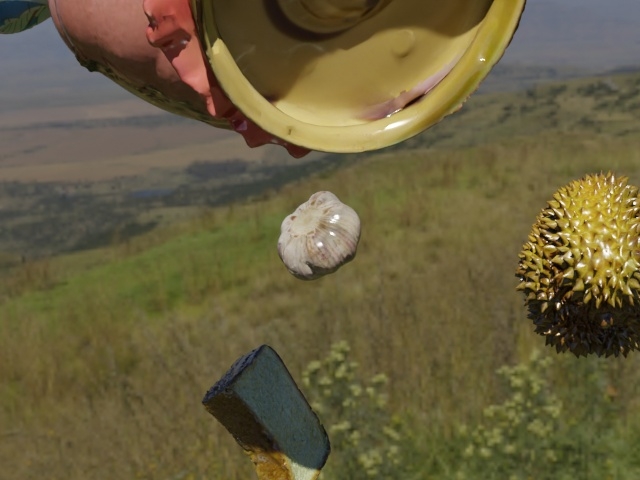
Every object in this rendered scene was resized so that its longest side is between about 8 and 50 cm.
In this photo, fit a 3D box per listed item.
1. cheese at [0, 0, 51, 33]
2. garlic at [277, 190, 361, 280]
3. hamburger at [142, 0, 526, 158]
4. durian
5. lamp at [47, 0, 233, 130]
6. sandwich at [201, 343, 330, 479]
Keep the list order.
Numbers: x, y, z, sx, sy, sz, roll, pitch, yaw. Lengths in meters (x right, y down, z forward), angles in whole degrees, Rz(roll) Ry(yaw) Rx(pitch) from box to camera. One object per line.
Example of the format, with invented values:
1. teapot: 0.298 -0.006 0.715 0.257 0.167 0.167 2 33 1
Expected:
1. cheese: -0.352 -0.367 1.355 0.217 0.129 0.329 -20 9 45
2. garlic: 0.000 0.000 1.692 0.147 0.102 0.159 -23 38 15
3. hamburger: -0.001 -0.133 0.443 0.175 0.175 0.137 -7 37 -19
4. durian: 0.231 0.023 0.878 0.137 0.158 0.168 16 40 -1
5. lamp: -0.129 -0.253 1.091 0.305 0.239 0.305 27 3 -1
6. sandwich: -0.078 0.285 1.613 0.065 0.214 0.186 -29 9 24
